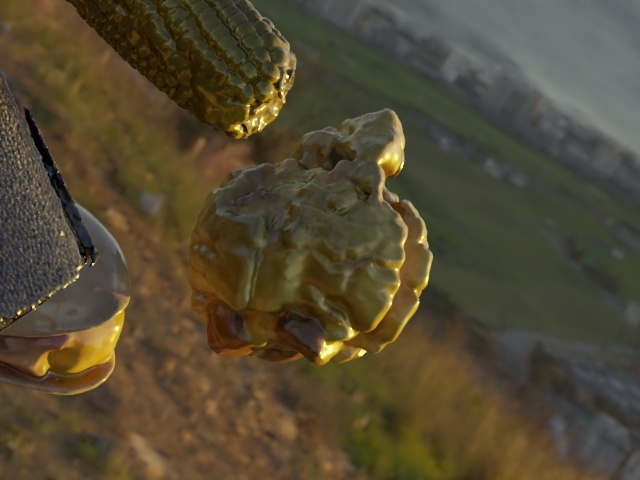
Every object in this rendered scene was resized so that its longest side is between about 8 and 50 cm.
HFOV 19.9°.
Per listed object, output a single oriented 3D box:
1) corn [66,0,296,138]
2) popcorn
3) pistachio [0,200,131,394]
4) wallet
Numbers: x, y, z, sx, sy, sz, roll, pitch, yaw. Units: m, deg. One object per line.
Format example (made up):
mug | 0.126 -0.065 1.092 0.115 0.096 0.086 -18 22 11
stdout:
corn | -0.156 -0.222 1.466 0.363 0.120 0.120 47 21 20
popcorn | 0.000 0.000 2.007 0.265 0.332 0.225 29 -15 29
pistachio | -0.345 0.041 1.910 0.309 0.229 0.230 27 16 12
wallet | -0.320 -0.015 1.477 0.262 0.221 0.071 -36 27 -32
